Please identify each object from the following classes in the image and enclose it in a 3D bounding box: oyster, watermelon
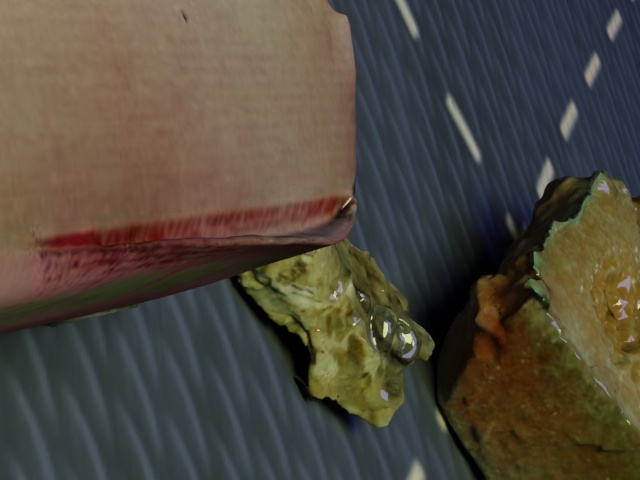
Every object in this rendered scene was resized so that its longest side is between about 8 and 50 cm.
[{"bbox_3d":[-0.002,0.002,0.765,0.200,0.061,0.106,42,41,-43],"label":"oyster"},{"bbox_3d":[0.186,0.098,0.987,0.302,0.151,0.264,46,37,-10],"label":"watermelon"}]

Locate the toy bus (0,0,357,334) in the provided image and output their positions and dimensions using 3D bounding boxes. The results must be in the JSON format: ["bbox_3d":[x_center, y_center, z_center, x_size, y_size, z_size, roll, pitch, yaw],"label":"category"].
[{"bbox_3d":[-0.101,-0.030,0.527,0.302,0.147,0.127,-11,89,-61],"label":"toy bus"}]
